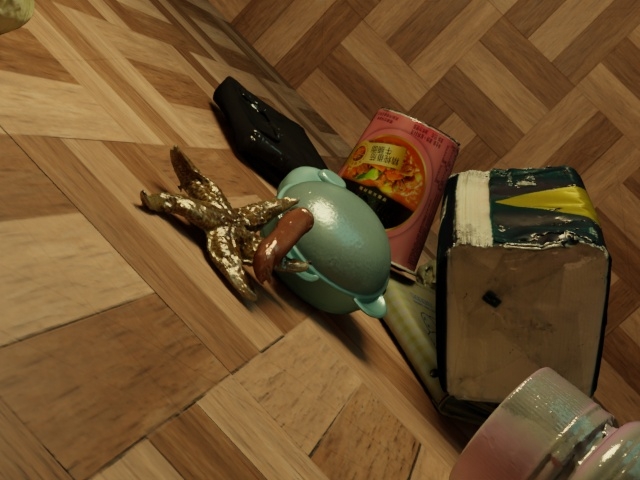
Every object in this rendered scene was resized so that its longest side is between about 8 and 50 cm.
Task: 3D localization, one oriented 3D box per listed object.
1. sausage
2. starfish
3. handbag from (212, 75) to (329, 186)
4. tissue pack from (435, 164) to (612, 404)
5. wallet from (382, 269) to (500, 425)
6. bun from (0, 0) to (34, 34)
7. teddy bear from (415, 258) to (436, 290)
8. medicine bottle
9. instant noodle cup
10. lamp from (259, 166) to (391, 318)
[{"bbox_3d":[-0.047,0.001,1.168,0.042,0.036,0.158,39,35,-3],"label":"sausage"},{"bbox_3d":[-0.113,-0.020,1.181,0.277,0.062,0.236,4,46,-54],"label":"starfish"},{"bbox_3d":[-0.096,-0.193,1.835,0.244,0.088,0.275,34,19,-35],"label":"handbag"},{"bbox_3d":[0.307,0.054,1.478,0.416,0.253,0.264,-60,150,-69],"label":"tissue pack"},{"bbox_3d":[0.201,0.185,1.578,0.223,0.077,0.310,31,20,-41],"label":"wallet"},{"bbox_3d":[-0.411,-0.322,1.092,0.188,0.111,0.164,49,8,36],"label":"bun"},{"bbox_3d":[0.398,0.209,2.006,0.357,0.224,0.368,36,29,-44],"label":"teddy bear"},{"bbox_3d":[0.329,0.321,1.123,0.302,0.241,0.241,40,8,25],"label":"medicine bottle"},{"bbox_3d":[0.122,-0.093,1.684,0.243,0.255,0.244,25,1,-1],"label":"instant noodle cup"},{"bbox_3d":[0.008,-0.008,1.384,0.209,0.147,0.284,32,14,-25],"label":"lamp"}]
